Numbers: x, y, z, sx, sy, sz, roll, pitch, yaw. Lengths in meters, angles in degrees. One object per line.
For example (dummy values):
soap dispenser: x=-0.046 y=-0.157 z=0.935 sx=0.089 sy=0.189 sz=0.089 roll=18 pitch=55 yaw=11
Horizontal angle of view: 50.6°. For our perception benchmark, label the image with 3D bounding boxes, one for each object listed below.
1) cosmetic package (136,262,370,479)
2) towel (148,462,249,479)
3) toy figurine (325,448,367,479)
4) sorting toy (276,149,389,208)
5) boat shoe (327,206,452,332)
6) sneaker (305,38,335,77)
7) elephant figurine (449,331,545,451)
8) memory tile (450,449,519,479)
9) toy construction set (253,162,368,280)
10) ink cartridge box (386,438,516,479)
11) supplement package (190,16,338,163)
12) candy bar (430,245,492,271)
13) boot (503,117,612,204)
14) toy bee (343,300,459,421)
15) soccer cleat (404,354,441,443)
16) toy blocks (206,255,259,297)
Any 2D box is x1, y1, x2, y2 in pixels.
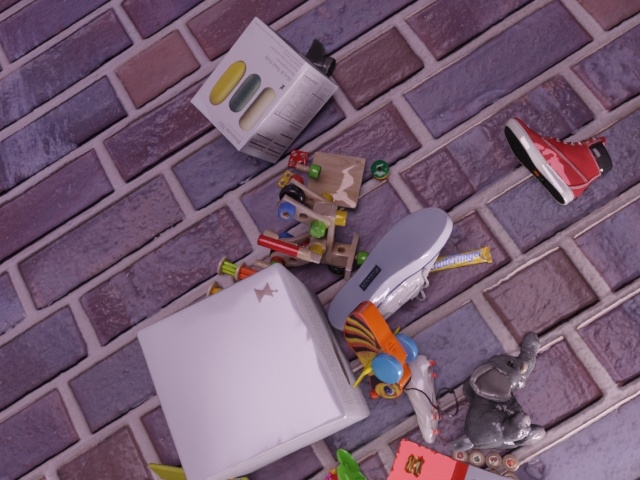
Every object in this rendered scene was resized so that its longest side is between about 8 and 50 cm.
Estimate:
cosmetic package: x=-0.122 y=0.292 z=1.447 sx=0.327 sy=0.394 sz=0.329 roll=-26 pitch=72 yaw=4
towel: x=-0.273 y=0.548 z=1.567 sx=0.237 sy=0.102 sz=0.021 roll=5 pitch=54 yaw=12
toy figurine: x=0.023 y=0.578 z=1.501 sx=0.159 sy=0.130 sz=0.173 roll=-44 pitch=35 yaw=11
sorting toy: x=0.031 y=-0.149 z=1.710 sx=0.274 sy=0.046 sz=0.132 roll=9 pitch=78 yaw=12
boat shoe: x=0.190 y=0.091 z=1.574 sx=0.367 sy=0.156 sz=0.136 roll=-50 pitch=44 yaw=8
sneaker: x=-0.022 y=-0.450 z=1.797 sx=0.089 sy=0.051 sz=0.170 roll=27 pitch=78 yaw=16
elephant figurine: x=0.387 y=0.328 z=1.486 sx=0.169 sy=0.186 sz=0.239 roll=-35 pitch=52 yaw=45
memory tile: x=0.362 y=0.523 z=1.496 sx=0.148 sy=0.012 sz=0.113 roll=5 pitch=77 yaw=11
toy construction set: x=0.000 y=0.000 z=1.556 sx=0.237 sy=0.309 sz=0.257 roll=18 pitch=112 yaw=4
ink cartridge box: x=0.300 y=0.628 z=1.414 sx=0.385 sy=0.091 sz=0.308 roll=19 pitch=75 yaw=14
supplement package: x=-0.137 y=-0.366 z=1.687 sx=0.199 sy=0.198 sz=0.263 roll=45 pitch=103 yaw=18
candy bar: x=0.328 y=0.048 z=1.620 sx=0.161 sy=0.018 sz=0.040 roll=-11 pitch=74 yaw=7
boot: x=0.569 y=-0.229 z=1.612 sx=0.176 sy=0.088 sz=0.244 roll=-38 pitch=81 yaw=-1
toy bee: x=0.137 y=0.286 z=1.485 sx=0.162 sy=0.195 sz=0.298 roll=-40 pitch=69 yaw=44
soccer cleat: x=0.229 y=0.360 z=1.540 sx=0.076 sy=0.068 sz=0.196 roll=-10 pitch=73 yaw=24
toy blocks: x=-0.194 y=0.117 z=1.682 sx=0.148 sy=0.054 sz=0.123 roll=20 pitch=81 yaw=15
